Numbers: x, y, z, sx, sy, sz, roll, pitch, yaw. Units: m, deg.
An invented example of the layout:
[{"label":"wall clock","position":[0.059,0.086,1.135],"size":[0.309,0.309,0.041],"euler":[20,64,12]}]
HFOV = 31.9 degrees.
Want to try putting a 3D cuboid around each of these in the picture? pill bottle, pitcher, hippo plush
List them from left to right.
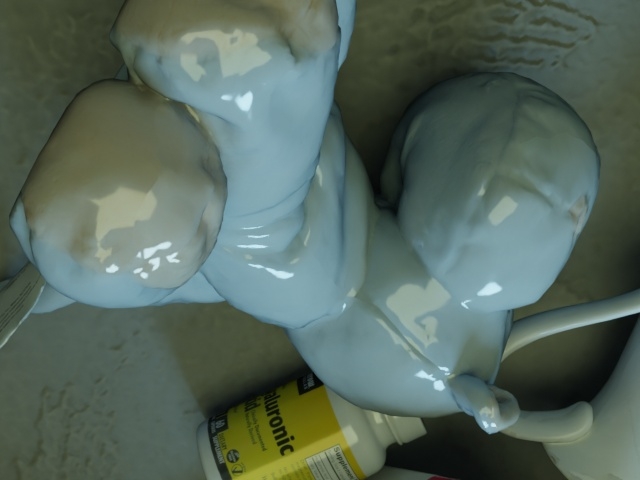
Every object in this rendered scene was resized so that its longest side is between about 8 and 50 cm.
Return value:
[{"label":"pill bottle","position":[-0.004,0.107,0.612],"size":[0.116,0.065,0.065],"euler":[-24,108,3]},{"label":"hippo plush","position":[0.000,0.000,0.491],"size":[0.236,0.234,0.294],"euler":[29,102,-12]},{"label":"pitcher","position":[0.196,0.057,0.581],"size":[0.177,0.125,0.207],"euler":[34,111,-21]}]

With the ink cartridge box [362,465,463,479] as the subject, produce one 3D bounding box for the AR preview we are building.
[{"label":"ink cartridge box","position":[0.099,0.243,0.597],"size":[0.100,0.172,0.237],"euler":[-44,109,-26]}]
